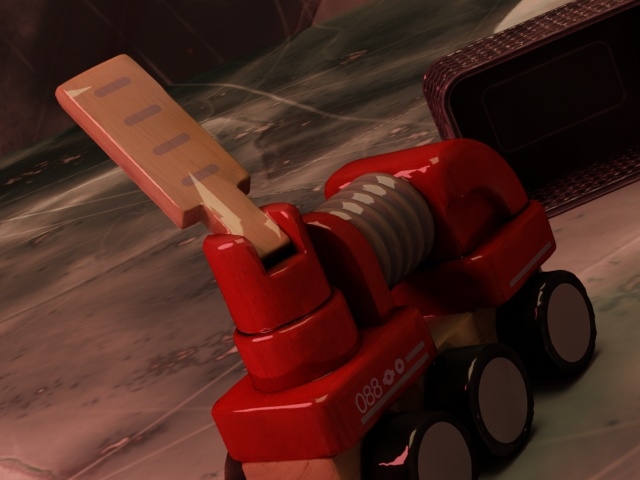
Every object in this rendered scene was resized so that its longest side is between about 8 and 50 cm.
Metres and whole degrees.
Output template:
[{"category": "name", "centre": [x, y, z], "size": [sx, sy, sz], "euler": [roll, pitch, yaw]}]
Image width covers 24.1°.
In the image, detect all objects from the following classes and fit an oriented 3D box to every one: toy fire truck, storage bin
[{"category": "toy fire truck", "centre": [0.000, 0.000, 0.763], "size": [0.158, 0.246, 0.217], "euler": [-9, 20, 40]}, {"category": "storage bin", "centre": [0.178, -0.098, 1.079], "size": [0.180, 0.122, 0.084], "euler": [-23, 15, 1]}]
